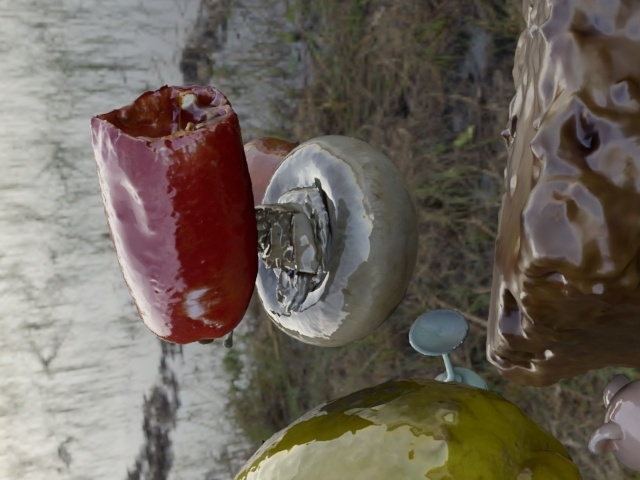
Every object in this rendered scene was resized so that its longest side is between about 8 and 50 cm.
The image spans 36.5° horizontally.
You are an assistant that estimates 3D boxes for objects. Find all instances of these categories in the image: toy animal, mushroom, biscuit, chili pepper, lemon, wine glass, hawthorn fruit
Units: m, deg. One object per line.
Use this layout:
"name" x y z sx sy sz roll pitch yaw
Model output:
"toy animal" 0.259 0.114 0.674 0.150 0.083 0.089 -28 67 14
"mushroom" 0.000 0.000 1.023 0.226 0.178 0.226 180 90 -64
"biscuit" 0.240 -0.094 0.821 0.342 0.166 0.395 85 -167 -68
"chili pepper" -0.125 0.027 0.934 0.131 0.134 0.338 31 137 35
"lemon" 0.056 0.249 0.737 0.316 0.285 0.285 -60 43 25
"wine glass" 0.174 0.181 1.261 0.079 0.079 0.195 46 162 47
"hawthorn fruit" -0.078 0.005 1.285 0.165 0.165 0.285 7 77 60

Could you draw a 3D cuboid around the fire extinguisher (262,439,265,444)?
"fire extinguisher" 0.013 0.253 1.102 0.157 0.045 0.078 -13 102 25
